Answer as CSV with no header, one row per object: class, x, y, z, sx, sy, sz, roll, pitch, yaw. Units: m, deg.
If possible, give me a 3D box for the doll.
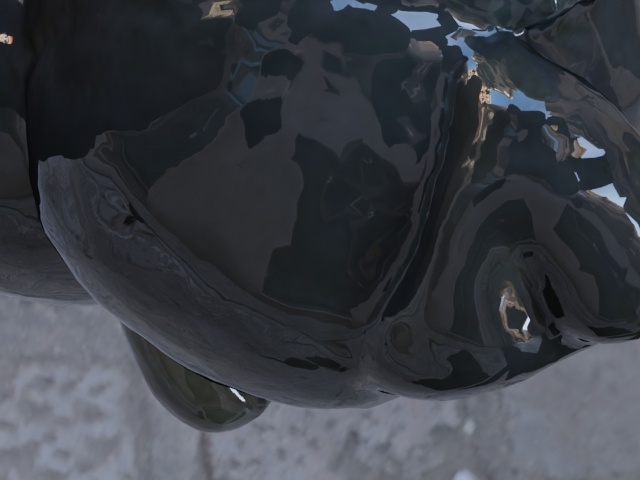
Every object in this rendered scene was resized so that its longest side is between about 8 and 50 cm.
doll,-0.076,-0.049,0.538,0.379,0.382,0.252,-10,91,-38
